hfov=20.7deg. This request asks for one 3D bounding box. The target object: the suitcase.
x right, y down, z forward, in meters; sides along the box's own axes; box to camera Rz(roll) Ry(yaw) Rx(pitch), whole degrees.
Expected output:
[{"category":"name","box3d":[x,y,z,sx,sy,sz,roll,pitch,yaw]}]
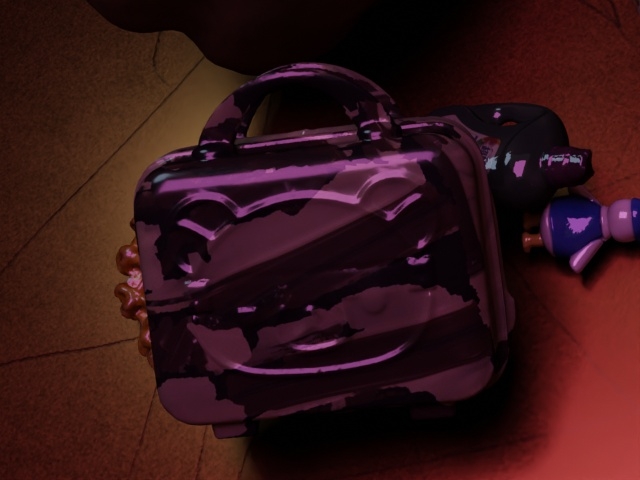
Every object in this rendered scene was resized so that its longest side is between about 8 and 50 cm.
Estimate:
[{"category":"suitcase","box3d":[0.000,0.000,1.669,0.351,0.194,0.339,-7,96,9]}]

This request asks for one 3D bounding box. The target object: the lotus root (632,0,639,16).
[{"category":"lotus root","box3d":[0.352,-0.270,1.794,0.081,0.112,0.122,-19,66,-3]}]

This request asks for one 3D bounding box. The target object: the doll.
[{"category":"doll","box3d":[0.267,-0.016,1.714,0.143,0.057,0.099,-8,66,18]}]

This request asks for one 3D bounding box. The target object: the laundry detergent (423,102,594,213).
[{"category":"laundry detergent","box3d":[0.184,-0.084,1.745,0.221,0.078,0.144,-2,46,43]}]

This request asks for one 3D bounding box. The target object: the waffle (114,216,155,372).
[{"category":"waffle","box3d":[-0.096,0.033,1.854,0.253,0.056,0.249,-29,56,9]}]

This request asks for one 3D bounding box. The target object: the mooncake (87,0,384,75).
[{"category":"mooncake","box3d":[-0.068,-0.418,1.881,0.467,0.262,0.467,9,63,-19]}]
